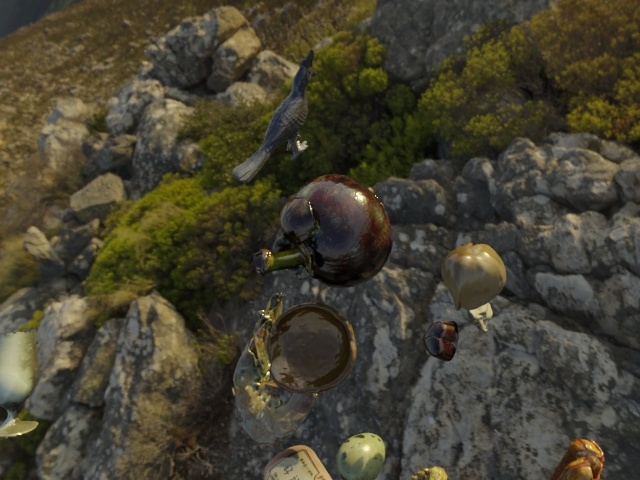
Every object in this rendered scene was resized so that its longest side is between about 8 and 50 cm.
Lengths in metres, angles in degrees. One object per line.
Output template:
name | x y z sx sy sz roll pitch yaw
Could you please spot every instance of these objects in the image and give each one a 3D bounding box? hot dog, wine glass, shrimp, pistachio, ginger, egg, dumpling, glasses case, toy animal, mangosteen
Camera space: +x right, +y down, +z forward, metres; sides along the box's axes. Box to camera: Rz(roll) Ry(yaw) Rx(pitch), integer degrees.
hot dog | 0.710 0.697 1.343 0.117 0.349 0.158 19 40 23
wine glass | -0.661 0.303 1.040 0.103 0.103 0.223 -1 87 43
shrimp | -0.105 0.304 1.162 0.246 0.085 0.361 -3 74 33
pistachio | 0.433 0.111 1.363 0.166 0.288 0.198 12 72 30
ginger | 0.342 0.751 1.487 0.081 0.206 0.115 -15 32 -14
egg | 0.165 0.856 1.901 0.228 0.177 0.176 -31 27 -36
dumpling | 0.582 0.273 1.780 0.108 0.188 0.127 -24 32 11
glasses case | -0.014 0.502 0.888 0.121 0.075 0.314 -25 26 -17
toy animal | -0.091 -0.287 1.247 0.081 0.206 0.367 28 86 18
mangosteen | 0.000 0.000 0.937 0.289 0.232 0.231 -27 38 -20

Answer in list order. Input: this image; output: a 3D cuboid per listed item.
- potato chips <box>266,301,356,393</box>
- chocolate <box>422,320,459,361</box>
potato chips | -0.017 0.226 1.007 0.195 0.061 0.208 35 103 21
chocolate | 0.420 0.348 1.729 0.125 0.080 0.149 0 69 55
